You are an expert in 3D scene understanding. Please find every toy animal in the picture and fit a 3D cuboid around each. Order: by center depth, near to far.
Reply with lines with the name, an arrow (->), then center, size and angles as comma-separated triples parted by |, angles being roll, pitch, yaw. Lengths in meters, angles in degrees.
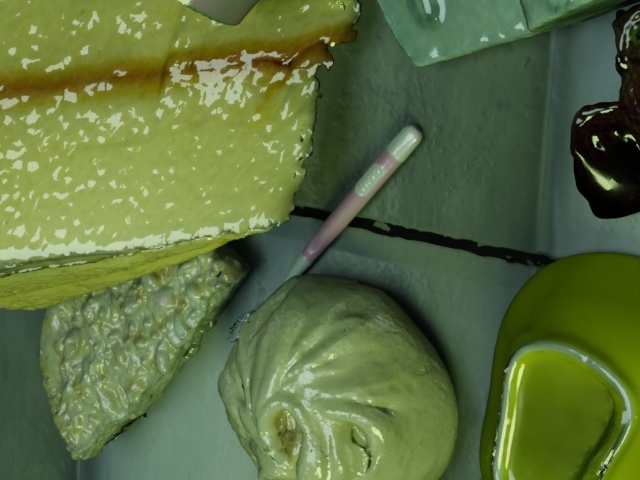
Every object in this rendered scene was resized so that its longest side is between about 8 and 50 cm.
toy animal -> 0.267, -0.086, 1.172 | 0.218, 0.116, 0.179 | -17, 87, 50

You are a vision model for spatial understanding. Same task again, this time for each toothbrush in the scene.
toothbrush -> 0.000, 0.000, 1.445 | 0.020, 0.025, 0.286 | 52, 123, 19

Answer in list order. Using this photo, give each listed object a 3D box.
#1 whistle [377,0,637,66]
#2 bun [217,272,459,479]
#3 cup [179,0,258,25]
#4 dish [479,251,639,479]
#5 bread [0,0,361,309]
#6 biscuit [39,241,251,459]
whistle -> 0.185, -0.246, 1.201 | 0.168, 0.188, 0.405 | 71, 161, -1
bun -> 0.001, 0.145, 1.402 | 0.231, 0.133, 0.231 | 8, 104, 35
cup -> -0.034, -0.321, 1.279 | 0.203, 0.203, 0.288 | 46, 109, 23
dish -> 0.201, 0.144, 1.263 | 0.221, 0.108, 0.262 | 28, 113, 32
bread -> -0.180, -0.127, 1.398 | 0.405, 0.242, 0.345 | -11, 74, 43
biscuit -> -0.180, 0.065, 1.558 | 0.281, 0.084, 0.179 | -46, 65, 31
